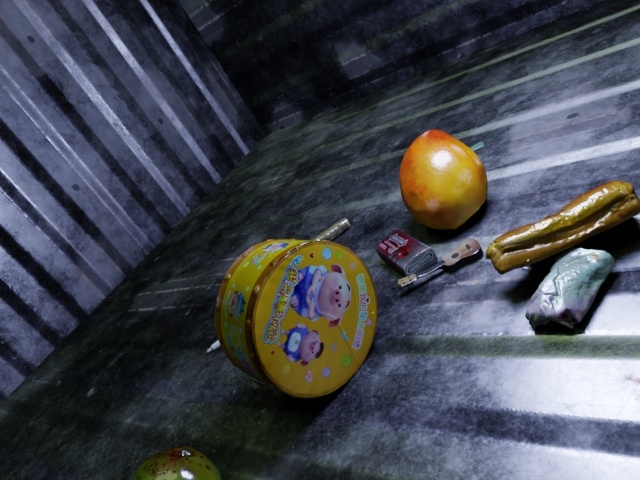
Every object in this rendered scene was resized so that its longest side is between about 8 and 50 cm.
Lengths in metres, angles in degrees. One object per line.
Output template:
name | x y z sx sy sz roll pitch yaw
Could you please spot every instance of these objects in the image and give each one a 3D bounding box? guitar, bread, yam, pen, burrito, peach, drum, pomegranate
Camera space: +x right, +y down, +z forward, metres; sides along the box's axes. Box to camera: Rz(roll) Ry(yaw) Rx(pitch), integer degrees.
guitar | 0.359 0.081 1.563 0.271 0.038 0.084 -29 24 5
bread | 0.607 -0.027 1.324 0.380 0.109 0.185 -28 -10 13
yam | 0.000 0.000 2.125 0.274 0.061 0.061 -35 25 -4
pen | -0.340 0.357 1.933 0.218 0.026 0.026 -35 25 -2
burrito | 0.572 0.109 1.204 0.229 0.089 0.143 -45 23 -28
peach | 0.392 -0.200 1.721 0.288 0.308 0.289 -37 8 6
drum | -0.063 0.202 1.417 0.431 0.431 0.214 -46 28 -25
pomegranate | -0.377 0.644 1.254 0.286 0.231 0.230 -52 29 -12

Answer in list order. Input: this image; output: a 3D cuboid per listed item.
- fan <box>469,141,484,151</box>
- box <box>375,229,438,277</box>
fan | 0.574 -0.349 2.108 0.193 0.016 0.038 -27 28 14
box | 0.277 0.043 1.702 0.120 0.069 0.224 -36 23 -4
